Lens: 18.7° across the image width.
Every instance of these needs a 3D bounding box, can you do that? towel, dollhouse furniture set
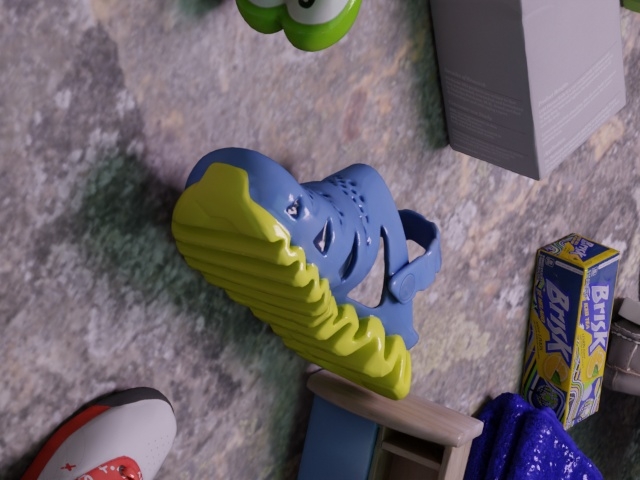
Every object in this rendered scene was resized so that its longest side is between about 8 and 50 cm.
[{"bbox_3d":[0.232,0.304,1.761,0.308,0.076,0.227,46,43,-35],"label":"towel"},{"bbox_3d":[0.017,0.253,1.408,0.303,0.286,0.198,-20,125,-58],"label":"dollhouse furniture set"}]

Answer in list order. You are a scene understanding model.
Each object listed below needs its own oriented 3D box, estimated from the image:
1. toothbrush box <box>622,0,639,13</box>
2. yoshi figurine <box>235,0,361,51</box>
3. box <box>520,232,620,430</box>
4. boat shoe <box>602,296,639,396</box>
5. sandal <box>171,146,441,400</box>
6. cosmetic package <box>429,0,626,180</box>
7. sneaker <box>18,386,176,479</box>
[{"bbox_3d":[0.335,-0.295,1.563,0.122,0.206,0.283,-49,140,-21],"label":"toothbrush box"},{"bbox_3d":[0.027,-0.292,1.212,0.203,0.203,0.362,11,104,-37],"label":"yoshi figurine"},{"bbox_3d":[0.226,0.083,1.770,0.059,0.054,0.169,-23,126,-43],"label":"box"},{"bbox_3d":[0.375,0.143,1.950,0.305,0.109,0.091,27,88,-48],"label":"boat shoe"},{"bbox_3d":[0.000,0.000,1.397,0.138,0.126,0.317,-62,152,-10],"label":"sandal"},{"bbox_3d":[0.158,-0.181,1.499,0.127,0.107,0.238,-38,133,-32],"label":"cosmetic package"},{"bbox_3d":[-0.157,0.210,1.286,0.270,0.145,0.090,-37,135,-34],"label":"sneaker"}]
